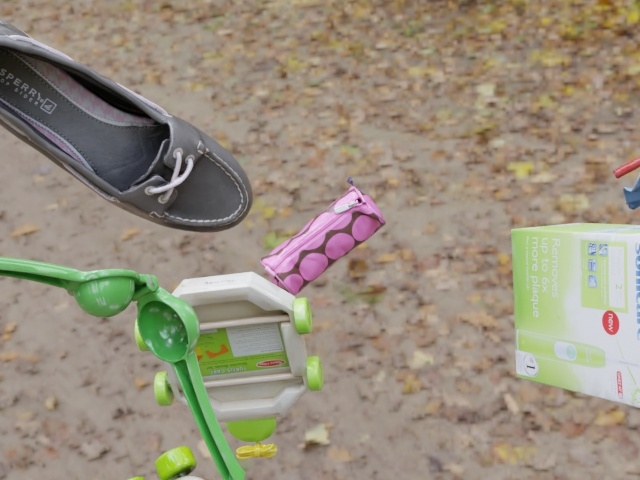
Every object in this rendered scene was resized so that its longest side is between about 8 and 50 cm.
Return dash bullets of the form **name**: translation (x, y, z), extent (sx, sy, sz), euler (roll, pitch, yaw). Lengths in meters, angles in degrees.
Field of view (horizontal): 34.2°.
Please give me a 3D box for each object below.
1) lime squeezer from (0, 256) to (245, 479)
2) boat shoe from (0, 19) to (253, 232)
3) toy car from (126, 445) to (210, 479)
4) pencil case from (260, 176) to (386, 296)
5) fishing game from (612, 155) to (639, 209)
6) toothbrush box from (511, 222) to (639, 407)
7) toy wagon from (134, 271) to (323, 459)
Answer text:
- **lime squeezer**: translation (-0.161, 0.071, 0.820), extent (0.059, 0.310, 0.110), euler (-8, 46, 50)
- **boat shoe**: translation (-0.209, -0.098, 1.010), extent (0.335, 0.112, 0.095), euler (32, 6, -19)
- **toy car**: translation (-0.165, 0.379, 1.398), extent (0.149, 0.188, 0.155), euler (-35, 66, 11)
- **pencil case**: translation (0.000, 0.000, 1.673), extent (0.209, 0.095, 0.098), euler (-41, -9, 3)
- **fishing game**: translation (0.368, -0.085, 0.972), extent (0.189, 0.041, 0.264), euler (-30, -20, 25)
- **toothbrush box**: translation (0.373, 0.086, 1.302), extent (0.122, 0.206, 0.283), euler (-5, 5, -28)
- **toy wagon**: translation (-0.133, 0.205, 1.645), extent (0.267, 0.344, 0.068), euler (-6, 35, 6)
